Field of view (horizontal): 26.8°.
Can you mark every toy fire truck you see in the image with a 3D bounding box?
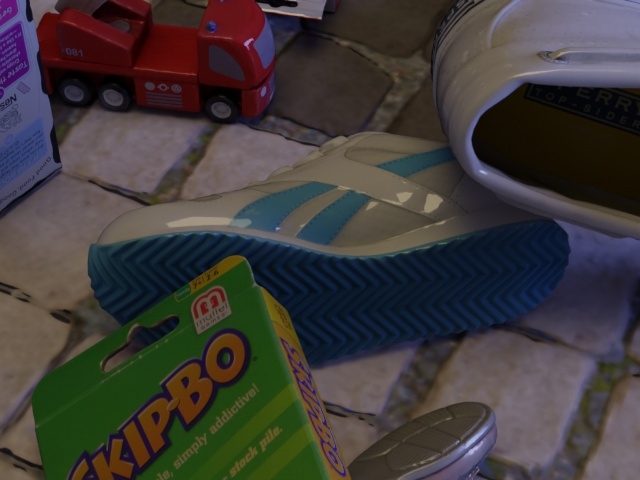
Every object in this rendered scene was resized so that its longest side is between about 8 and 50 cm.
[{"bbox_3d":[-0.120,-0.137,0.737,0.192,0.135,0.047,7,48,6],"label":"toy fire truck"}]

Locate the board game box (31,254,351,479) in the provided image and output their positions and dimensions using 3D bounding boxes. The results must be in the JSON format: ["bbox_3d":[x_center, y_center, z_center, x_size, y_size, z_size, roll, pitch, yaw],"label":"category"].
[{"bbox_3d":[-0.040,0.131,0.530,0.124,0.039,0.259,-32,52,11],"label":"board game box"}]

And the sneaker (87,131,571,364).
[{"bbox_3d":[0.000,0.000,0.657,0.228,0.087,0.092,-4,41,-14],"label":"sneaker"}]

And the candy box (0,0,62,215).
[{"bbox_3d":[-0.222,-0.133,0.668,0.159,0.233,0.071,29,54,25],"label":"candy box"}]

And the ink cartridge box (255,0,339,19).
[{"bbox_3d":[-0.017,-0.168,0.838,0.062,0.029,0.115,9,50,7],"label":"ink cartridge box"}]

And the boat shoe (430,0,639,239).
[{"bbox_3d":[0.228,-0.023,0.589,0.367,0.136,0.156,16,31,-5],"label":"boat shoe"}]

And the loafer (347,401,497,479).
[{"bbox_3d":[0.030,0.115,0.583,0.125,0.039,0.045,-30,22,-28],"label":"loafer"}]
